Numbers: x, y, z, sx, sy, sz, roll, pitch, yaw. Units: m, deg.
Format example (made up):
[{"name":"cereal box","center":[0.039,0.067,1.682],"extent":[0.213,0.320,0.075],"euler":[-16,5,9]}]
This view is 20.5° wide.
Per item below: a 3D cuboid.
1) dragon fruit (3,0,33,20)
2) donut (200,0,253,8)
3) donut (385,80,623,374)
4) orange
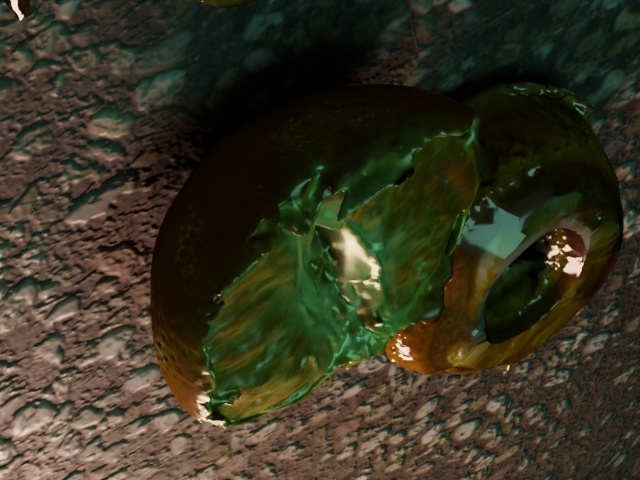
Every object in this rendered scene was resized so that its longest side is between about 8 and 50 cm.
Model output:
[{"name":"dragon fruit","center":[-0.140,-0.228,0.998],"extent":[0.344,0.100,0.282],"euler":[-19,150,-6]},{"name":"donut","center":[-0.034,-0.247,1.211],"extent":[0.190,0.074,0.174],"euler":[-31,151,-12]},{"name":"donut","center":[0.167,0.006,1.713],"extent":[0.330,0.160,0.330],"euler":[-23,146,-17]},{"name":"orange","center":[-0.007,-0.007,1.445],"extent":[0.335,0.196,0.262],"euler":[-35,165,-5]}]
